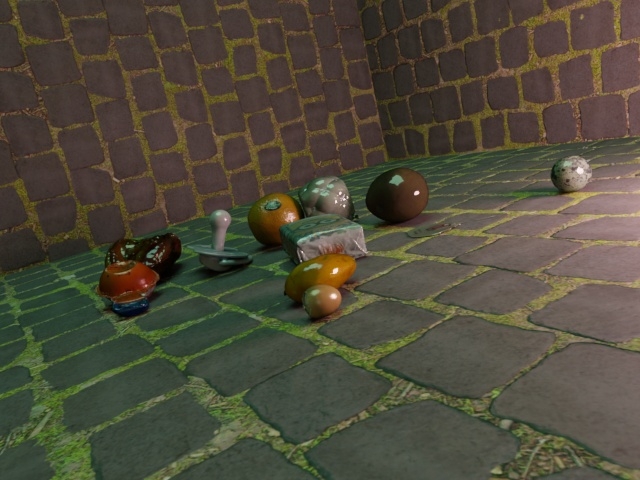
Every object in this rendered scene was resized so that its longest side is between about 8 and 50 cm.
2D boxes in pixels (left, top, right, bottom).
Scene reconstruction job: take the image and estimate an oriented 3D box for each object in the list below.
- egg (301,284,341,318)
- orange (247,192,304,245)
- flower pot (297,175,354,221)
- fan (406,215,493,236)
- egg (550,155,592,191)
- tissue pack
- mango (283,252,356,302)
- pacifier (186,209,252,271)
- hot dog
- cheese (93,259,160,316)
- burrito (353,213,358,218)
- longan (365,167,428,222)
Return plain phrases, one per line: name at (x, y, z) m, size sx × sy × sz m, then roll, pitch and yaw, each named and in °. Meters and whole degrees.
egg at (0.005, 0.143, 1.233) m, size 0.097 × 0.080 × 0.080 m, roll -7°, pitch 10°, yaw -17°
orange at (-0.179, -0.085, 2.119) m, size 0.237 × 0.236 × 0.236 m, roll -12°, pitch 12°, yaw 3°
flower pot at (0.026, -0.146, 2.127) m, size 0.195 × 0.246 × 0.246 m, roll -22°, pitch 13°, yaw 0°
fan at (0.456, -0.056, 1.816) m, size 0.310 × 0.010 × 0.182 m, roll -13°, pitch 12°, yaw 4°
egg at (0.920, -0.244, 1.900) m, size 0.172 × 0.132 × 0.132 m, roll -11°, pitch 8°, yaw -43°
tissue pack at (0.000, 0.000, 1.770) m, size 0.228 × 0.127 × 0.311 m, roll -15°, pitch 14°, yaw -11°
mango at (0.009, 0.094, 1.387) m, size 0.227 × 0.109 × 0.147 m, roll -22°, pitch -9°, yaw -33°
pacifier at (-0.369, -0.002, 1.946) m, size 0.239 × 0.225 × 0.287 m, roll 2°, pitch 7°, yaw -22°
hot dog at (-0.697, 0.067, 2.063) m, size 0.267 × 0.174 × 0.387 m, roll -11°, pitch 12°, yaw 0°
cheese at (-0.639, 0.158, 1.724) m, size 0.217 × 0.129 × 0.329 m, roll -14°, pitch 24°, yaw -20°
burrito at (0.080, -0.090, 2.268) m, size 0.171 × 0.042 × 0.051 m, roll -4°, pitch -16°, yaw 15°
longan at (0.297, -0.173, 2.028) m, size 0.248 × 0.248 × 0.248 m, roll -12°, pitch 12°, yaw 3°
